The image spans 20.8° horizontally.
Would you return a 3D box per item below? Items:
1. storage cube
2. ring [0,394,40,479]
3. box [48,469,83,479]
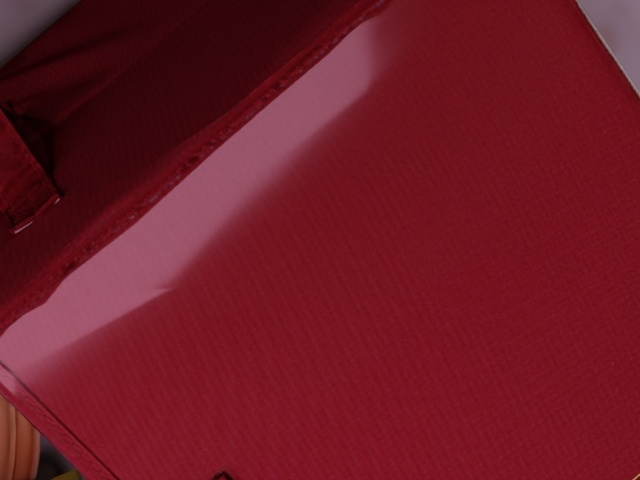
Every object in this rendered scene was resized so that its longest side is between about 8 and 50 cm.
[{"bbox_3d":[0.000,0.000,0.576,0.193,0.183,0.215,-40,117,-2],"label":"storage cube"},{"bbox_3d":[-0.276,0.071,0.656,0.336,0.032,0.337,-5,117,-10],"label":"ring"},{"bbox_3d":[-0.185,0.175,0.675,0.232,0.058,0.087,-20,118,-2],"label":"box"}]
